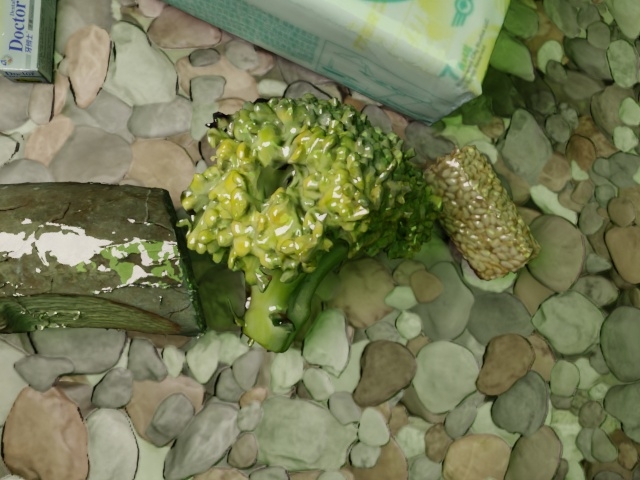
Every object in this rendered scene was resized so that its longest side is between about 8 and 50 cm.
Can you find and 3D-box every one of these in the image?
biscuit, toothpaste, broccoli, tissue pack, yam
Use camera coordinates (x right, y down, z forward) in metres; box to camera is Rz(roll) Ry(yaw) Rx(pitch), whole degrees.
[{"bbox_3d":[0.189,-0.032,0.539,0.070,0.082,0.168,-35,90,-37],"label":"biscuit"},{"bbox_3d":[-0.321,-0.257,0.493,0.046,0.034,0.164,0,84,-7],"label":"toothpaste"},{"bbox_3d":[0.011,-0.010,0.421,0.243,0.181,0.272,9,87,-45],"label":"broccoli"},{"bbox_3d":[0.025,-0.342,0.500,0.388,0.162,0.287,22,81,-8],"label":"tissue pack"},{"bbox_3d":[-0.233,0.017,0.425,0.255,0.154,0.153,4,83,-6],"label":"yam"}]
